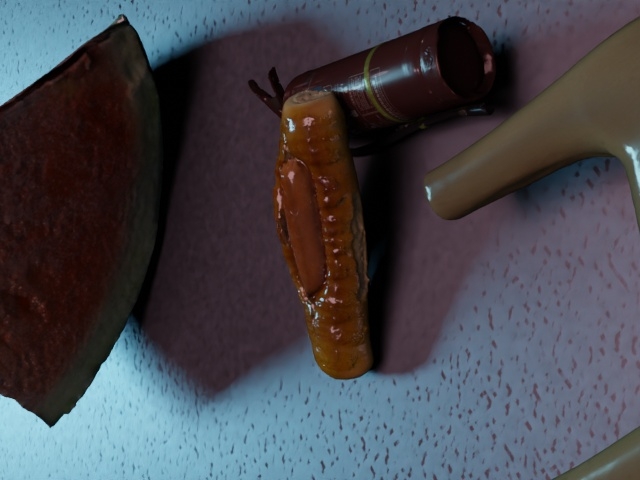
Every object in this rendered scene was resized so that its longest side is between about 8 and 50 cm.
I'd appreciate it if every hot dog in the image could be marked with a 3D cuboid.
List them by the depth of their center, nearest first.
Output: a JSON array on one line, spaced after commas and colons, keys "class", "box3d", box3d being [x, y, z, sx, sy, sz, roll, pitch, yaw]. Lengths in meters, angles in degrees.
[{"class": "hot dog", "box3d": [-0.001, 0.000, 0.595, 0.044, 0.028, 0.137, 17, 122, 47]}]

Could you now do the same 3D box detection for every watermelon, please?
[{"class": "watermelon", "box3d": [-0.145, -0.014, 0.686, 0.136, 0.202, 0.207, 33, 120, -3]}]

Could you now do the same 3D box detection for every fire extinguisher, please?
[{"class": "fire extinguisher", "box3d": [0.021, -0.067, 0.590, 0.132, 0.039, 0.056, -13, 119, 51]}]

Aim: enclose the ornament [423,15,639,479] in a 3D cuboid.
[{"class": "ornament", "box3d": [0.143, -0.033, 0.458, 0.245, 0.061, 0.230, -34, 64, 40]}]
